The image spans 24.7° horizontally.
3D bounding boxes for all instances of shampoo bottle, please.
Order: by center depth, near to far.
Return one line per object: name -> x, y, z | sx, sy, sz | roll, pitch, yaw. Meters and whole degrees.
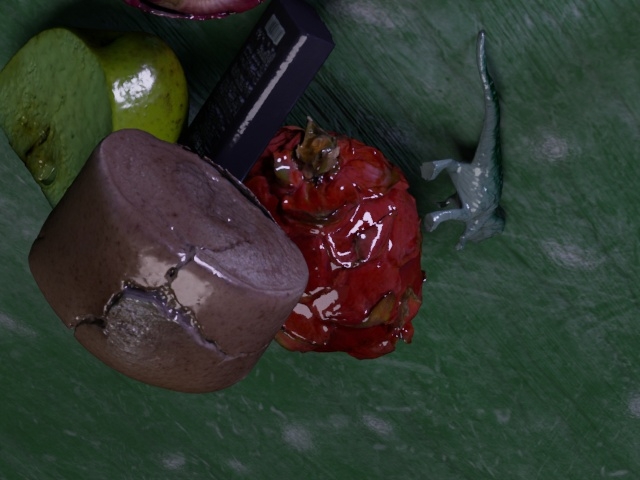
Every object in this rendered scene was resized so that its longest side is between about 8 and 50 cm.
shampoo bottle -> -0.098, -0.144, 1.738 | 0.071, 0.098, 0.309 | 15, 122, -39

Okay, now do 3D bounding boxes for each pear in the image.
pear -> -0.267, -0.162, 1.839 | 0.159, 0.292, 0.292 | -12, 170, -43

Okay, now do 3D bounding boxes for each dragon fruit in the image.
dragon fruit -> 0.000, 0.000, 1.869 | 0.277, 0.277, 0.342 | 4, 130, 19

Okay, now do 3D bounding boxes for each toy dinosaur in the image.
toy dinosaur -> 0.171, -0.084, 1.809 | 0.076, 0.129, 0.383 | 48, 163, 28

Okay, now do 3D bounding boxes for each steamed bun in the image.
steamed bun -> -0.180, 0.045, 1.669 | 0.301, 0.199, 0.251 | 36, 114, -6

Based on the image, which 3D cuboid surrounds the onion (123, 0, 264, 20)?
onion -> -0.128, -0.339, 1.545 | 0.248, 0.161, 0.248 | -7, 168, -1
